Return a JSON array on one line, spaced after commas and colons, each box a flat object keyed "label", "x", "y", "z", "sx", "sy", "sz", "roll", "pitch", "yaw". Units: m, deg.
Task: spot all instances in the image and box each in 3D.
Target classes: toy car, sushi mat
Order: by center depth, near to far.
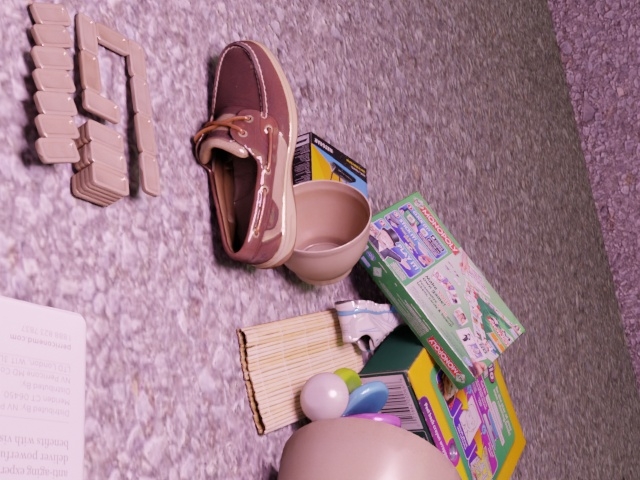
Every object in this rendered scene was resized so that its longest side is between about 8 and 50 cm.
[{"label": "toy car", "x": 0.051, "y": 0.278, "z": 1.361, "sx": 0.159, "sy": 0.136, "sz": 0.182, "roll": 32, "pitch": 61, "yaw": -54}, {"label": "sushi mat", "x": -0.018, "y": 0.189, "z": 1.427, "sx": 0.316, "sy": 0.019, "sz": 0.152, "roll": -5, "pitch": 82, "yaw": -59}]

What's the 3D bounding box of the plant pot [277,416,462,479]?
[{"label": "plant pot", "x": 0.038, "y": 0.412, "z": 1.172, "sx": 0.256, "sy": 0.256, "sz": 0.274, "roll": 56, "pitch": 33, "yaw": -28}]

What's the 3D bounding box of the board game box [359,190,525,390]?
[{"label": "board game box", "x": 0.200, "y": 0.077, "z": 1.596, "sx": 0.317, "sy": 0.046, "sz": 0.213, "roll": 53, "pitch": 38, "yaw": 7}]

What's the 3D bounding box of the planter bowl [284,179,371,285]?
[{"label": "planter bowl", "x": 0.000, "y": 0.000, "z": 1.431, "sx": 0.162, "sy": 0.162, "sz": 0.109, "roll": -70, "pitch": 161, "yaw": -44}]

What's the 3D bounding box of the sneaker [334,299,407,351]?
[{"label": "sneaker", "x": 0.088, "y": 0.144, "z": 1.547, "sx": 0.190, "sy": 0.071, "sz": 0.083, "roll": 8, "pitch": 78, "yaw": -49}]

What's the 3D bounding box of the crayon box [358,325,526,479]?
[{"label": "crayon box", "x": 0.229, "y": 0.305, "z": 1.664, "sx": 0.313, "sy": 0.106, "sz": 0.363, "roll": -44, "pitch": 118, "yaw": -53}]

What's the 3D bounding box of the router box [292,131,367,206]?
[{"label": "router box", "x": 0.019, "y": -0.089, "z": 1.586, "sx": 0.179, "sy": 0.046, "sz": 0.133, "roll": 27, "pitch": 55, "yaw": -52}]

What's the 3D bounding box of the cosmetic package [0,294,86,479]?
[{"label": "cosmetic package", "x": -0.312, "y": 0.281, "z": 0.698, "sx": 0.161, "sy": 0.230, "sz": 0.454, "roll": 24, "pitch": 57, "yaw": -53}]

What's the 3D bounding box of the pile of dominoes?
[{"label": "pile of dominoes", "x": -0.289, "y": -0.168, "z": 1.153, "sx": 0.196, "sy": 0.040, "sz": 0.251, "roll": 23, "pitch": 49, "yaw": -52}]

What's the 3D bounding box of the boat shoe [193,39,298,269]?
[{"label": "boat shoe", "x": -0.113, "y": -0.132, "z": 1.326, "sx": 0.123, "sy": 0.123, "sz": 0.342, "roll": 10, "pitch": 74, "yaw": -58}]
